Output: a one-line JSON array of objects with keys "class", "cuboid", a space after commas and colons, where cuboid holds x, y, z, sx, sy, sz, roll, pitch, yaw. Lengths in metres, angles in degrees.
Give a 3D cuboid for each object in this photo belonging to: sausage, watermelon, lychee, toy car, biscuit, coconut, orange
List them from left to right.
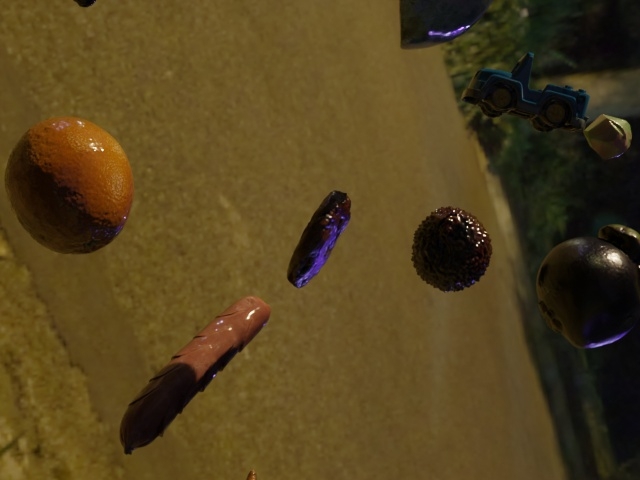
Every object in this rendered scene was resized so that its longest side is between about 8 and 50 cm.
[{"class": "orange", "cuboid": [-0.371, -0.079, 1.513, 0.206, 0.206, 0.206, -12, 90, -74]}, {"class": "sausage", "cuboid": [-0.225, 0.229, 1.843, 0.433, 0.087, 0.088, -46, 126, -42]}, {"class": "biscuit", "cuboid": [0.000, 0.000, 1.805, 0.192, 0.049, 0.192, -57, 166, -23]}, {"class": "lychee", "cuboid": [0.279, 0.021, 2.162, 0.188, 0.188, 0.188, -12, 90, -74]}, {"class": "watermelon", "cuboid": [0.223, -0.475, 1.710, 0.175, 0.188, 0.322, -78, 166, -65]}, {"class": "toy car", "cuboid": [0.315, -0.224, 1.529, 0.097, 0.191, 0.100, -50, 155, -87]}, {"class": "coconut", "cuboid": [0.537, -0.193, 1.889, 0.082, 0.081, 0.083, 50, 5, -29]}]

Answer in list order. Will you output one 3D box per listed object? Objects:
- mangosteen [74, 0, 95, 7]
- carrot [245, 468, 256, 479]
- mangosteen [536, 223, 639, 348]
[{"class": "mangosteen", "cuboid": [-0.247, -0.403, 1.251, 0.250, 0.211, 0.211, -66, 168, 11]}, {"class": "carrot", "cuboid": [-0.147, 0.500, 1.875, 0.036, 0.035, 0.165, 60, 39, -48]}, {"class": "mangosteen", "cuboid": [0.523, 0.086, 1.929, 0.243, 0.242, 0.243, -12, 90, -74]}]
